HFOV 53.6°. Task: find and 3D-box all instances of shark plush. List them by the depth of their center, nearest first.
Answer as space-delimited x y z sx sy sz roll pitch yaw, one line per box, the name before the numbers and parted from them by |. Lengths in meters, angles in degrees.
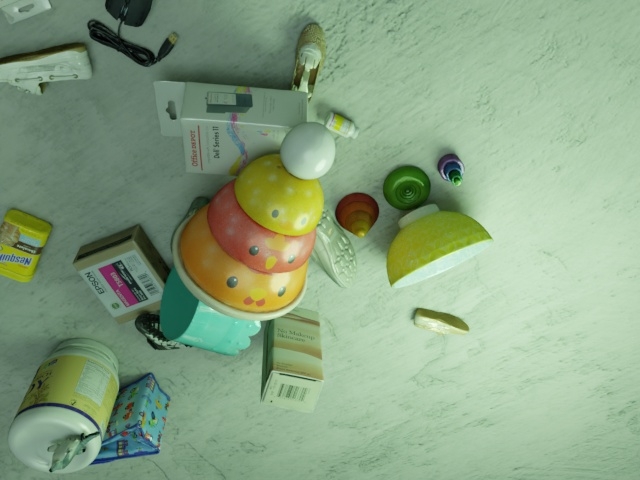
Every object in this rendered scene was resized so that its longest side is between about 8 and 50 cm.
shark plush | -0.647 0.543 1.663 0.161 0.073 0.067 -45 136 -1

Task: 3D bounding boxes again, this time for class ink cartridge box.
ink cartridge box | -0.680 -0.567 1.348 0.115 0.067 0.198 -18 121 8
ink cartridge box | -0.213 -0.253 1.487 0.353 0.119 0.207 4 149 -5
ink cartridge box | -0.529 0.097 1.748 0.193 0.088 0.234 -22 121 9

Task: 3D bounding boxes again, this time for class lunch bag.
lunch bag | -0.636 0.567 1.948 0.293 0.221 0.138 -19 120 9

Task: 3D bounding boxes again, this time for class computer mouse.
computer mouse | -0.390 -0.509 1.402 0.184 0.060 0.262 32 115 -19

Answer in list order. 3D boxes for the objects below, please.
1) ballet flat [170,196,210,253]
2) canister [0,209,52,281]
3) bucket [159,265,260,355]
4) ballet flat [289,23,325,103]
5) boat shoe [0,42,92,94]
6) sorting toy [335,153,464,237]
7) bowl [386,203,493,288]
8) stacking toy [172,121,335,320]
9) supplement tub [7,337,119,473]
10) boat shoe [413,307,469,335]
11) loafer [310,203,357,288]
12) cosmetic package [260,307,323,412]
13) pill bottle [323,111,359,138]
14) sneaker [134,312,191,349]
ballet flat | -0.353 -0.020 1.696 0.072 0.068 0.213 23 118 -15
canister | -0.805 0.014 1.693 0.126 0.073 0.170 25 115 -17
bucket | -0.288 0.159 1.672 0.183 0.281 0.281 19 120 -35
ballet flat | -0.030 -0.396 1.483 0.073 0.067 0.206 7 121 -8
boat shoe | -0.661 -0.376 1.447 0.277 0.098 0.096 -10 120 2
sorting toy | 0.209 -0.099 1.642 0.365 0.126 0.127 -26 119 14
bowl | 0.288 -0.002 1.668 0.289 0.289 0.156 -27 76 13
stacking toy | -0.113 -0.078 1.444 0.351 0.350 0.480 20 131 -14
supplement tub | -0.719 0.465 1.818 0.241 0.331 0.241 -2 121 -3
boat shoe | 0.360 0.254 1.904 0.170 0.063 0.059 18 122 -3
loafer | 0.000 0.000 1.714 0.111 0.112 0.319 -1 128 42
cosmetic package | -0.081 0.324 1.785 0.153 0.296 0.129 12 119 -12
pill bottle | 0.053 -0.282 1.570 0.083 0.043 0.043 23 118 -16
sneaker | -0.468 0.274 1.826 0.106 0.078 0.234 -19 152 20
